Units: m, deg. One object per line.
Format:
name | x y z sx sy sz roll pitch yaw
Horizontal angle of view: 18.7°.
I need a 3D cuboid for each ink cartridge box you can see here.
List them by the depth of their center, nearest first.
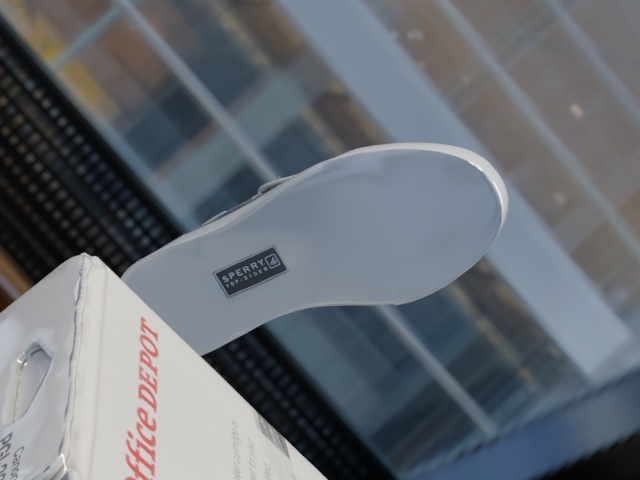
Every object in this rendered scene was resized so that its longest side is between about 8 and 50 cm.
ink cartridge box | -0.041 0.130 0.664 0.218 0.092 0.158 48 14 -22

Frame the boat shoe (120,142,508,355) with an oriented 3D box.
boat shoe | 0.000 0.000 1.332 0.108 0.301 0.102 61 30 -9
